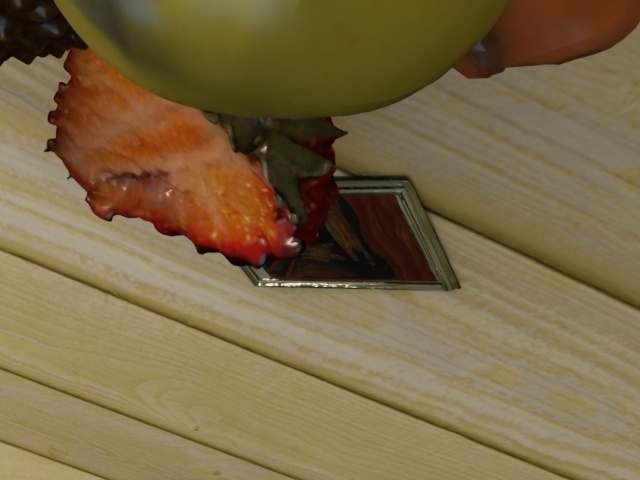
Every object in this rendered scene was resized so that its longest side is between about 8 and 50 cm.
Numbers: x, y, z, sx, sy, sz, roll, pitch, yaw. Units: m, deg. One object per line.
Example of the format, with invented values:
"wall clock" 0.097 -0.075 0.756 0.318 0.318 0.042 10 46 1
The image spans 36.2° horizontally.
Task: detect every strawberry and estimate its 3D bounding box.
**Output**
"strawberry" -0.093 -0.093 0.856 0.253 0.150 0.280 42 148 -4

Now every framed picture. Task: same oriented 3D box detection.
"framed picture" 0.000 0.000 1.086 0.273 0.016 0.216 0 146 26

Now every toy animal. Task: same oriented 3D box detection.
"toy animal" -0.026 -0.149 0.348 0.216 0.191 0.338 -7 150 35

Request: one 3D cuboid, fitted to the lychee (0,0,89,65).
"lychee" -0.165 -0.225 0.545 0.267 0.268 0.267 12 150 7
